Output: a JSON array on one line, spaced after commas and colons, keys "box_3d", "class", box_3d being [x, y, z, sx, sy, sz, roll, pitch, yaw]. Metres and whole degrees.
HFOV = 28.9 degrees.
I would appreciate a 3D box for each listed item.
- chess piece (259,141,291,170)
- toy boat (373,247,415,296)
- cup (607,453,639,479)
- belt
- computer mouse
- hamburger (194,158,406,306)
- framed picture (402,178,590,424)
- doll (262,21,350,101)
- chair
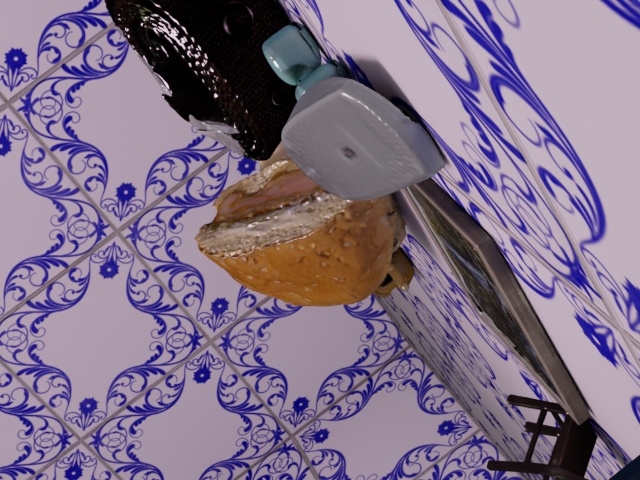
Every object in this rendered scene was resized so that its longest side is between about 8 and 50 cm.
[{"box_3d": [-0.068, -0.176, 1.868, 0.261, 0.142, 0.143, 60, 179, 6], "class": "chess piece"}, {"box_3d": [0.104, 0.045, 2.157, 0.068, 0.088, 0.226, 53, 177, -15], "class": "toy boat"}, {"box_3d": [0.226, 0.172, 0.775, 0.150, 0.138, 0.113, 54, 177, -37], "class": "cup"}, {"box_3d": [-0.132, -0.220, 1.460, 0.184, 0.164, 0.289, 14, 149, 50], "class": "belt"}, {"box_3d": [0.040, -0.105, 1.199, 0.128, 0.079, 0.231, 42, 162, -16], "class": "computer mouse"}, {"box_3d": [0.002, 0.000, 1.697, 0.330, 0.162, 0.209, -18, 134, 44], "class": "hamburger"}, {"box_3d": [0.179, 0.044, 1.368, 0.324, 0.020, 0.240, 55, 178, -41], "class": "framed picture"}, {"box_3d": [0.000, -0.160, 1.364, 0.158, 0.059, 0.159, 55, 176, -40], "class": "doll"}, {"box_3d": [0.309, 0.250, 1.409, 0.212, 0.101, 0.084, 5, 149, 32], "class": "chair"}]
